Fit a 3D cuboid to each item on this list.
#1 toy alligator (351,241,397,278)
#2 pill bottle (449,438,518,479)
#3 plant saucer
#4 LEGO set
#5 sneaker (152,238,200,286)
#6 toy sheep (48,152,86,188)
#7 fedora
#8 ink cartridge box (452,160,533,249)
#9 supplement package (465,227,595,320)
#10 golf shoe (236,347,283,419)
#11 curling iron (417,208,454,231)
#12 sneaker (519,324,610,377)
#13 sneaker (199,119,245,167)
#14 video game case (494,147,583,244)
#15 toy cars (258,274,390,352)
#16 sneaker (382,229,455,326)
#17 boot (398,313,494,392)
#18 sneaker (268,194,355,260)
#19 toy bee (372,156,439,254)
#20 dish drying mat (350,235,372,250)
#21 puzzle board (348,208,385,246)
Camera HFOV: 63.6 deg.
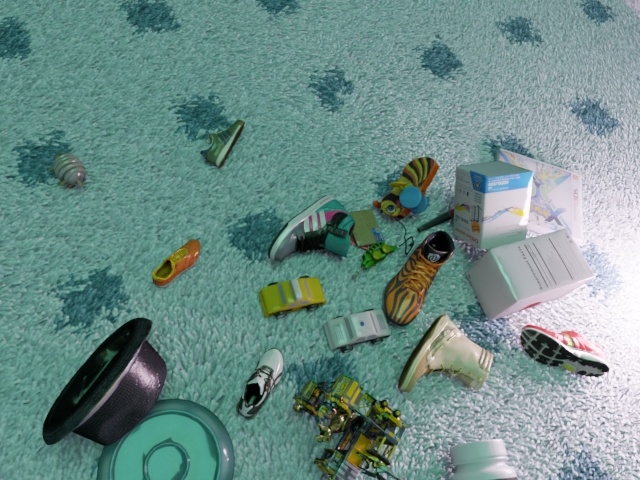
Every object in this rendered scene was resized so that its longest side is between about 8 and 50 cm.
[{"bbox_3d":[0.154,0.050,1.576,0.189,0.056,0.051,-31,73,-25],"label":"toy alligator"},{"bbox_3d":[0.410,0.643,1.256,0.161,0.161,0.283,-1,63,-12],"label":"pill bottle"},{"bbox_3d":[-0.362,0.533,1.220,0.317,0.044,0.318,5,62,-10],"label":"plant saucer"},{"bbox_3d":[0.038,0.461,1.207,0.255,0.331,0.192,42,62,-12],"label":"LEGO set"},{"bbox_3d":[-0.399,0.059,1.449,0.064,0.067,0.175,32,59,8],"label":"sneaker"},{"bbox_3d":[-0.734,-0.204,1.509,0.091,0.091,0.132,-37,81,-26],"label":"toy sheep"},{"bbox_3d":[-0.473,0.347,1.203,0.152,0.334,0.334,45,58,-22],"label":"fedora"},{"bbox_3d":[0.532,-0.113,1.616,0.168,0.233,0.171,-9,21,-15],"label":"ink cartridge box"},{"bbox_3d":[0.633,0.105,1.579,0.293,0.177,0.175,-13,66,-18],"label":"supplement package"},{"bbox_3d":[-0.146,0.360,1.328,0.077,0.094,0.198,23,59,2],"label":"golf shoe"},{"bbox_3d":[0.442,-0.078,1.717,0.274,0.035,0.068,-17,67,-20],"label":"curling iron"},{"bbox_3d":[0.724,0.315,1.550,0.279,0.107,0.118,24,42,-2],"label":"sneaker"},{"bbox_3d":[-0.321,-0.331,1.672,0.086,0.064,0.192,25,63,-4],"label":"sneaker"},{"bbox_3d":[0.770,-0.161,1.831,0.329,0.036,0.300,17,60,-2],"label":"video game case"},{"bbox_3d":[0.018,0.196,1.452,0.393,0.087,0.176,26,61,2],"label":"toy cars"},{"bbox_3d":[0.289,0.091,1.512,0.124,0.180,0.321,27,60,3],"label":"sneaker"},{"bbox_3d":[0.352,0.359,1.436,0.203,0.095,0.262,38,57,8],"label":"boot"},{"bbox_3d":[0.000,0.000,1.539,0.178,0.124,0.295,38,60,20],"label":"sneaker"},{"bbox_3d":[0.251,-0.134,1.638,0.162,0.195,0.298,19,69,27],"label":"toy bee"},{"bbox_3d":[0.119,0.006,1.620,0.083,0.008,0.032,22,61,0],"label":"dish drying mat"},{"bbox_3d":[0.140,-0.041,1.643,0.096,0.011,0.128,-9,61,-20],"label":"puzzle board"}]
